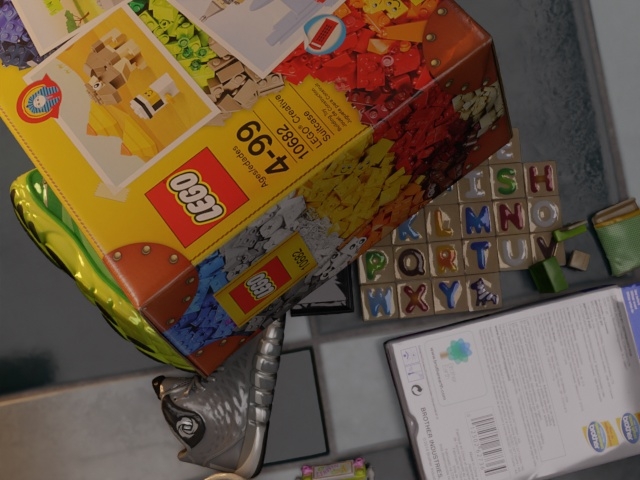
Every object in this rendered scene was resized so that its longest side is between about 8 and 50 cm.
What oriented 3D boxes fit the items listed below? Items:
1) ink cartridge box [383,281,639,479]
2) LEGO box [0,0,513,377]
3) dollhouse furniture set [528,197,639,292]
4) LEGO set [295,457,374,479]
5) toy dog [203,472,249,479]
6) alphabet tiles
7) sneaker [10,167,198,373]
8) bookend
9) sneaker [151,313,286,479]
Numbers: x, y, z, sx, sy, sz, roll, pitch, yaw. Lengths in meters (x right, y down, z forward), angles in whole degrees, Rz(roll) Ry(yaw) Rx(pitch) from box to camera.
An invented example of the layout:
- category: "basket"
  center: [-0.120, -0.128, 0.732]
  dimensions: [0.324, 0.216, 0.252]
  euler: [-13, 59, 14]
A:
- category: "ink cartridge box"
  center: [0.240, 0.160, 1.399]
  dimensions: [0.311, 0.065, 0.186]
  euler: [-14, 88, -1]
- category: "LEGO box"
  center: [-0.121, -0.187, 1.232]
  dimensions: [0.372, 0.193, 0.500]
  euler: [-38, 63, -4]
- category: "dollhouse furniture set"
  center: [0.304, 0.009, 1.403]
  dimensions: [0.151, 0.058, 0.076]
  euler: [-22, 89, -10]
- category: "LEGO set"
  center: [0.065, 0.309, 1.382]
  dimensions: [0.287, 0.107, 0.132]
  euler: [9, 122, -7]
- category: "toy dog"
  center: [-0.183, 0.374, 1.248]
  dimensions: [0.333, 0.161, 0.220]
  euler: [-24, 77, 7]
- category: "alphabet tiles"
  center: [0.152, -0.020, 1.412]
  dimensions: [0.237, 0.009, 0.198]
  euler: [-5, 88, -11]
- category: "sneaker"
  center: [-0.199, 0.016, 1.340]
  dimensions: [0.123, 0.109, 0.295]
  euler: [-41, 76, -15]
- category: "bookend"
  center: [0.000, 0.000, 1.345]
  dimensions: [0.072, 0.157, 0.156]
  euler: [-4, 87, -3]
- category: "sneaker"
  center: [-0.110, 0.134, 1.370]
  dimensions: [0.132, 0.086, 0.229]
  euler: [9, 88, 0]
